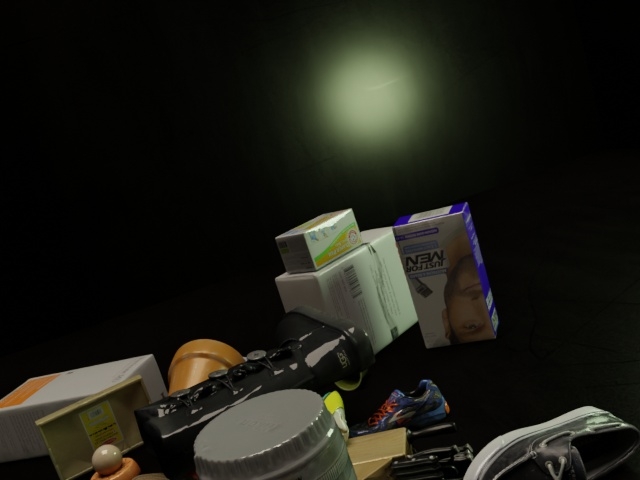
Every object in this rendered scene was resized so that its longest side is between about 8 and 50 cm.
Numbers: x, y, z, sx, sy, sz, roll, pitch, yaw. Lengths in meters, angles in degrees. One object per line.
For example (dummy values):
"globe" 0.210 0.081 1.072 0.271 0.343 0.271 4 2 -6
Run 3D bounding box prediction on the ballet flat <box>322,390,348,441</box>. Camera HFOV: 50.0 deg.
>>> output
"ballet flat" 0.005 0.350 1.222 0.077 0.077 0.231 11 23 25

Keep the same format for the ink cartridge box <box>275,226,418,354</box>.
"ink cartridge box" 0.098 0.158 1.915 0.166 0.285 0.395 -7 14 44

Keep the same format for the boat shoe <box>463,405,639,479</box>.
"boat shoe" 0.361 0.346 1.054 0.301 0.108 0.102 -14 7 -21

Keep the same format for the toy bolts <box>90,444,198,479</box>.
"toy bolts" -0.333 0.466 1.381 0.228 0.158 0.218 -24 13 -32

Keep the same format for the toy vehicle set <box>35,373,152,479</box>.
"toy vehicle set" -0.543 0.465 1.706 0.267 0.166 0.035 -22 12 -25

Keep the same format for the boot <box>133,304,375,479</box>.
"boot" -0.161 0.294 1.397 0.445 0.146 0.367 -27 5 -25

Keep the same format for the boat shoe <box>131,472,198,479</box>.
"boat shoe" -0.239 0.465 1.201 0.302 0.098 0.109 7 56 32

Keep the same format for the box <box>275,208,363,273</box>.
"box" 0.000 0.000 1.814 0.114 0.103 0.203 -10 13 44

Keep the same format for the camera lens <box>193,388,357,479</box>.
"camera lens" -0.048 0.387 1.009 0.219 0.274 0.219 -17 10 3

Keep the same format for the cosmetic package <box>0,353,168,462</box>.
"cosmetic package" -0.685 0.471 1.926 0.453 0.161 0.230 -13 11 18

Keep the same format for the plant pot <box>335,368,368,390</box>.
"plant pot" 0.081 0.321 1.703 0.083 0.083 0.079 -12 0 29

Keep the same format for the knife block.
"knife block" 0.122 0.392 1.222 0.242 0.088 0.276 -24 12 -32

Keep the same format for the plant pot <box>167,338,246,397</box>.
"plant pot" -0.296 0.384 1.709 0.205 0.205 0.188 -14 27 17

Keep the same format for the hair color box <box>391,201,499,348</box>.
"hair color box" 0.321 0.092 1.746 0.185 0.338 0.110 -13 13 23

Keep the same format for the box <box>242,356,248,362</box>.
"box" -0.211 0.367 1.907 0.225 0.036 0.136 5 17 14

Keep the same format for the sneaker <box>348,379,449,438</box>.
"sneaker" 0.151 0.348 1.397 0.221 0.087 0.083 -21 10 -18
